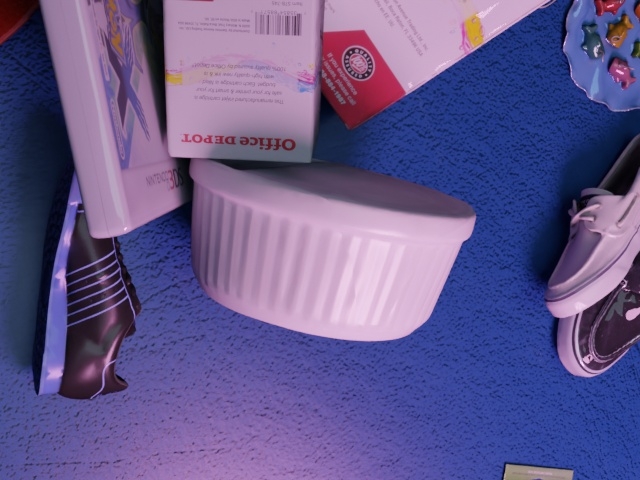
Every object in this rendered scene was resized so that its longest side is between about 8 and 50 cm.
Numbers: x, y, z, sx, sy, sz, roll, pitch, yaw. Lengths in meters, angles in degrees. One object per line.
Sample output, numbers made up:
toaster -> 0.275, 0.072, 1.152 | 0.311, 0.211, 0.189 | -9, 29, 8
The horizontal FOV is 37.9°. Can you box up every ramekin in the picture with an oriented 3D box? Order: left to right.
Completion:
ramekin -> 0.000, 0.000, 0.886 | 0.273, 0.273, 0.127 | 8, 102, -23

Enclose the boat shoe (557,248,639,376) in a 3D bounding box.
boat shoe -> 0.408, 0.047, 1.143 | 0.301, 0.102, 0.108 | -46, 108, -15

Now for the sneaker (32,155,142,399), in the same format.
sneaker -> -0.216, 0.037, 0.890 | 0.090, 0.081, 0.232 | 6, 97, -26

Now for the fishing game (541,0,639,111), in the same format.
fishing game -> 0.386, -0.253, 1.154 | 0.189, 0.041, 0.264 | -46, 109, -12

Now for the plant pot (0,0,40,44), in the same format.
plant pot -> -0.389, -0.251, 0.715 | 0.272, 0.272, 0.265 | -38, 98, -17

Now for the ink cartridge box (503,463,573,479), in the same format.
ink cartridge box -> 0.265, 0.383, 1.119 | 0.109, 0.062, 0.209 | 10, 88, -23

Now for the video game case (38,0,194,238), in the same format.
video game case -> -0.170, -0.182, 0.786 | 0.036, 0.300, 0.329 | -10, 97, 4

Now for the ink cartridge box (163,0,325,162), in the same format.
ink cartridge box -> -0.063, -0.169, 0.823 | 0.128, 0.127, 0.176 | 4, 111, 2

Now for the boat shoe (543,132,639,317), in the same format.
boat shoe -> 0.342, -0.025, 1.117 | 0.267, 0.096, 0.088 | -46, 104, -16

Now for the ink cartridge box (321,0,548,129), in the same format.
ink cartridge box -> 0.092, -0.288, 0.910 | 0.306, 0.131, 0.226 | -32, 105, 10
